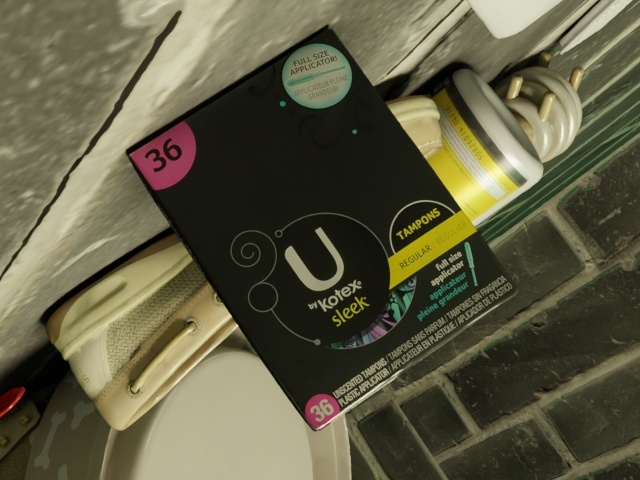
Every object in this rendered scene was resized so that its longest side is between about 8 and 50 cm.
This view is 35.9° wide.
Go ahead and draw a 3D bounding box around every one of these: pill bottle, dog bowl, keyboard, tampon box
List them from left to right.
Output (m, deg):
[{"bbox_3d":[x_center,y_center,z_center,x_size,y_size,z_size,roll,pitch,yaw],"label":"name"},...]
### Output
[{"bbox_3d":[-0.101,0.216,0.823,0.102,0.348,0.349,-4,-171,31],"label":"dog bowl"},{"bbox_3d":[0.000,0.000,0.512,0.120,0.161,0.101,-34,171,-8],"label":"tampon box"},{"bbox_3d":[0.068,-0.038,0.752,0.184,0.103,0.103,-37,171,18],"label":"pill bottle"},{"bbox_3d":[0.284,-0.233,0.779,0.072,0.014,0.256,-28,170,-35],"label":"keyboard"}]

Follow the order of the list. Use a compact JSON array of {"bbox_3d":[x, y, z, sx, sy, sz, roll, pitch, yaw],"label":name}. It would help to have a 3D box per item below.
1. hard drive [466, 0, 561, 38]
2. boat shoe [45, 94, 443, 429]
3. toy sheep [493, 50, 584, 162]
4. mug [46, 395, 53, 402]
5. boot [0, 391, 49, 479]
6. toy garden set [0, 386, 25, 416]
[{"bbox_3d":[0.126,-0.180,0.393,0.203,0.040,0.307,-36,171,15],"label":"hard drive"},{"bbox_3d":[-0.035,0.014,0.665,0.302,0.098,0.109,-34,171,-2],"label":"boat shoe"},{"bbox_3d":[0.188,-0.112,0.864,0.132,0.091,0.091,-34,173,-40],"label":"toy sheep"},{"bbox_3d":[-0.205,0.200,0.902,0.158,0.129,0.097,-5,-179,26],"label":"mug"},{"bbox_3d":[-0.264,0.204,0.756,0.165,0.077,0.213,-35,-158,-8],"label":"boot"},{"bbox_3d":[-0.295,0.142,0.590,0.244,0.049,0.204,-37,169,14],"label":"toy garden set"}]
